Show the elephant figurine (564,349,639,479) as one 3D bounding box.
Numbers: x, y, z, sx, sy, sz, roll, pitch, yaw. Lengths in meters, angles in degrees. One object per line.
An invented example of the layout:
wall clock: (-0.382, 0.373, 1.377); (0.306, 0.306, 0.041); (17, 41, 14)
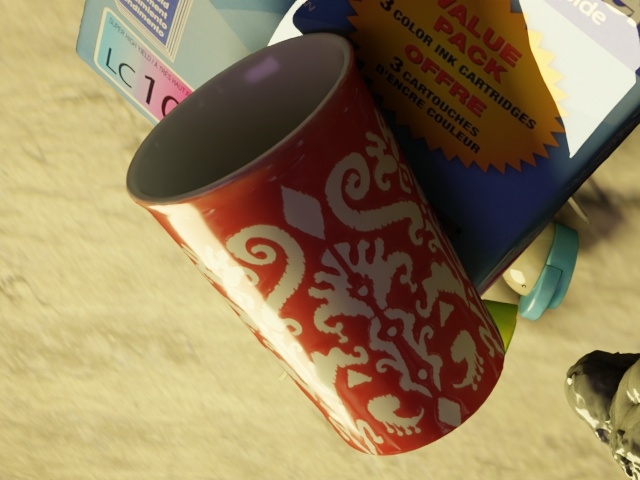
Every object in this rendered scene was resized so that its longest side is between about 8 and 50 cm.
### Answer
elephant figurine: (0.224, 0.017, 0.534); (0.186, 0.169, 0.239); (37, 99, -11)

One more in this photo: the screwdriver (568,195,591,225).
screwdriver: (0.115, -0.075, 0.807); (0.170, 0.025, 0.024); (47, 140, -18)

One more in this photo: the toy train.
toy train: (0.067, 0.048, 0.912); (0.143, 0.105, 0.248); (21, 140, -1)

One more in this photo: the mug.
mug: (0.008, -0.003, 0.625); (0.113, 0.150, 0.169); (-24, 118, 20)

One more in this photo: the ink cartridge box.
ink cartridge box: (0.050, -0.148, 0.621); (0.270, 0.151, 0.395); (42, 148, 7)
